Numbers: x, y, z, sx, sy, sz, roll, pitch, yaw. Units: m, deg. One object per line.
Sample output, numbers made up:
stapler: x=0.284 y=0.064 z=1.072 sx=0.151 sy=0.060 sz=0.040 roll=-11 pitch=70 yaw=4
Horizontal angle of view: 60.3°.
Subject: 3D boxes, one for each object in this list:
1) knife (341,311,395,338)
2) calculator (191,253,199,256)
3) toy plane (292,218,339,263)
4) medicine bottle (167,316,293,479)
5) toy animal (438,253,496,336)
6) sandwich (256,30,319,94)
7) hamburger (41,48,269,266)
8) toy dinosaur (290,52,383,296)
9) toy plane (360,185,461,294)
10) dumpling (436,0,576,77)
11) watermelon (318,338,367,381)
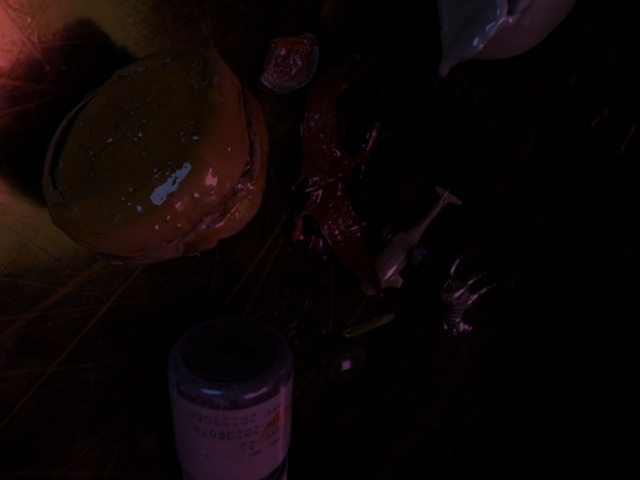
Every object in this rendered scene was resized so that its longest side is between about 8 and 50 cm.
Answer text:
knife: x=0.103 y=0.167 z=1.105 sx=0.184 sy=0.022 sz=0.026 roll=-11 pitch=144 yaw=-49
calculator: x=-0.143 y=-0.061 z=0.657 sx=0.100 sy=0.032 sz=0.175 roll=31 pitch=86 yaw=-54
toy plane: x=0.000 y=0.000 z=0.866 sx=0.145 sy=0.037 sz=0.060 roll=14 pitch=96 yaw=-54
medicine bottle: x=-0.120 y=0.257 z=0.768 sx=0.165 sy=0.165 sz=0.274 roll=-26 pitch=129 yaw=-40
toy animal: x=0.332 y=0.140 z=1.330 sx=0.176 sy=0.073 sz=0.217 roll=-49 pitch=139 yaw=4
sandwich: x=-0.041 y=-0.219 z=0.691 sx=0.101 sy=0.026 sz=0.070 roll=-29 pitch=132 yaw=-37
hamburger: x=-0.149 y=-0.070 z=0.503 sx=0.214 sy=0.213 sz=0.108 roll=-55 pitch=147 yaw=-11
toy dinosaur: x=0.043 y=-0.080 z=0.779 sx=0.206 sy=0.112 sz=0.328 roll=-5 pitch=105 yaw=-52
toy plane: x=0.170 y=-0.003 z=1.037 sx=0.286 sy=0.092 sz=0.108 roll=-49 pitch=163 yaw=-18
dumpling: x=0.285 y=-0.385 z=0.839 sx=0.320 sy=0.211 sz=0.270 roll=-27 pitch=134 yaw=-25
watermelon: x=0.041 y=0.221 z=1.016 sx=0.110 sy=0.078 sz=0.078 roll=1 pitch=110 yaw=-50
